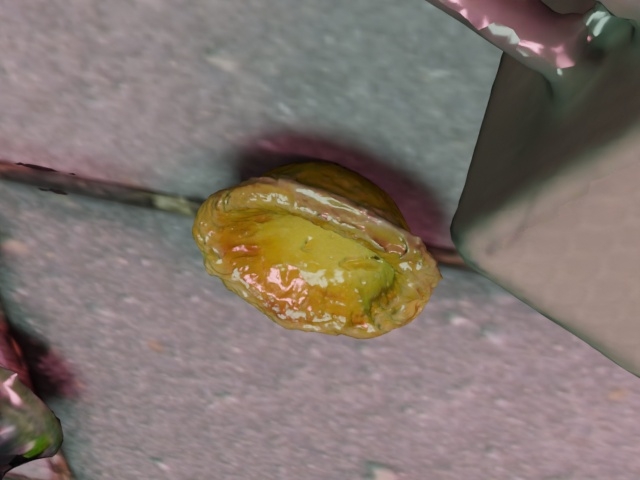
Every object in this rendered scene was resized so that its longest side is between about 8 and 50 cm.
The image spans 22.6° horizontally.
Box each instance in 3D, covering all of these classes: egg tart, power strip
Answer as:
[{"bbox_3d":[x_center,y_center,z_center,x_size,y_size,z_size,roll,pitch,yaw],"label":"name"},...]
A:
[{"bbox_3d":[0.000,0.000,0.657,0.105,0.039,0.105,13,147,9],"label":"egg tart"},{"bbox_3d":[0.124,-0.045,0.441,0.224,0.140,0.139,33,145,-18],"label":"power strip"}]

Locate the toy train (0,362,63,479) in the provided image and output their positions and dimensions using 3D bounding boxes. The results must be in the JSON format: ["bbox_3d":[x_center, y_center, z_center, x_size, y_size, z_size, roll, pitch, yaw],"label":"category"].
[{"bbox_3d":[-0.288,0.075,0.809,0.248,0.173,0.307,15,148,23],"label":"toy train"}]
